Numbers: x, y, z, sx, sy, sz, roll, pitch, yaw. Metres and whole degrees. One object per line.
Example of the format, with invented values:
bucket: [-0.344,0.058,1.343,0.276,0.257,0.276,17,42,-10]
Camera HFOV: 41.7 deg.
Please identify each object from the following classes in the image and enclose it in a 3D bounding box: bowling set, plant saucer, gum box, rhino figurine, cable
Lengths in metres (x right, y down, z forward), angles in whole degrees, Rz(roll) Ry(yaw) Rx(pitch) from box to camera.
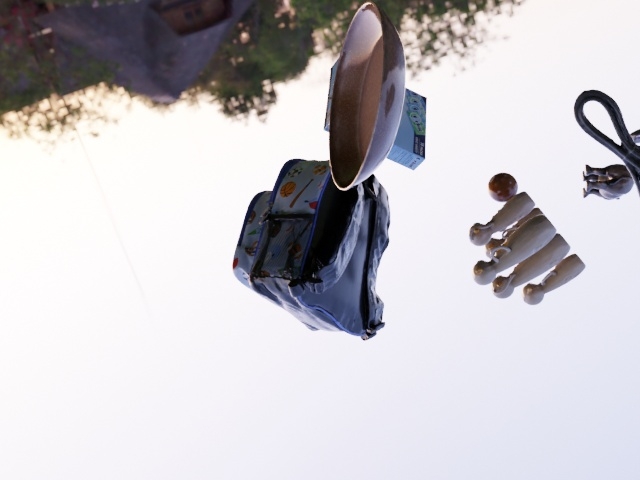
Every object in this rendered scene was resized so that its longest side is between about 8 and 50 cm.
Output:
bowling set: [0.325,-0.002,1.465,0.154,0.287,0.200,-39,-125,12]
plant saucer: [0.050,-0.149,0.886,0.036,0.198,0.198,6,-165,-13]
gum box: [0.100,-0.224,1.474,0.041,0.184,0.157,-46,-151,46]
rhino figurine: [0.631,-0.124,1.846,0.106,0.073,0.243,1,178,14]
cable: [0.529,-0.135,1.383,0.287,0.139,0.072,36,-145,10]

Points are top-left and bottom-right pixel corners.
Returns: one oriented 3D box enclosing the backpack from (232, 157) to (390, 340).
backpack: [0.000,0.000,1.359,0.213,0.276,0.263,11,-107,30]

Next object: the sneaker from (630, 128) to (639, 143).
sneaker: [0.841,-0.231,1.959,0.224,0.098,0.083,-8,-168,29]
